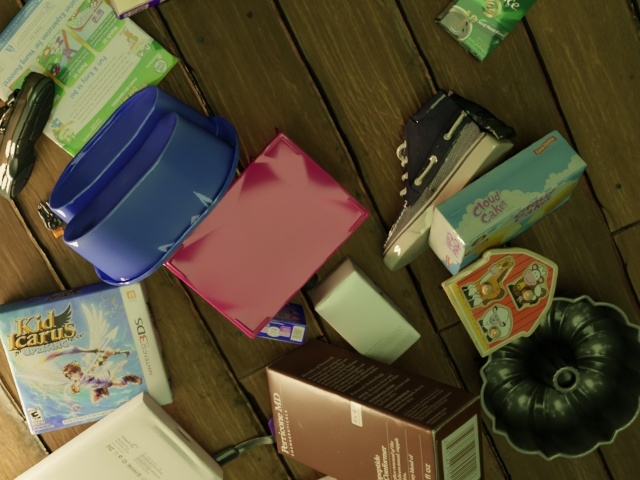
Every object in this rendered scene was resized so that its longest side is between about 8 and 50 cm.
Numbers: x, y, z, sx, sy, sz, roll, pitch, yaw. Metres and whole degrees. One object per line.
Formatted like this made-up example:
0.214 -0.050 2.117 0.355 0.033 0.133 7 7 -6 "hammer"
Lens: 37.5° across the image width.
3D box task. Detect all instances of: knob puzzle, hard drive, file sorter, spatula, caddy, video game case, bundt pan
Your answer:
0.333 0.096 1.646 0.213 0.030 0.213 -4 110 -12 "knob puzzle"
-0.393 0.458 1.767 0.353 0.047 0.233 -35 113 10 "hard drive"
-0.097 -0.025 1.632 0.202 0.182 0.290 42 96 -13 "file sorter"
-0.141 0.400 1.818 0.297 0.030 0.084 -26 108 1 "spatula"
-0.282 -0.084 1.560 0.341 0.241 0.179 -47 132 7 "caddy"
-0.427 0.208 1.723 0.270 0.061 0.244 -13 105 -2 "video game case"
0.445 0.242 1.788 0.331 0.124 0.330 -2 104 -6 "bundt pan"

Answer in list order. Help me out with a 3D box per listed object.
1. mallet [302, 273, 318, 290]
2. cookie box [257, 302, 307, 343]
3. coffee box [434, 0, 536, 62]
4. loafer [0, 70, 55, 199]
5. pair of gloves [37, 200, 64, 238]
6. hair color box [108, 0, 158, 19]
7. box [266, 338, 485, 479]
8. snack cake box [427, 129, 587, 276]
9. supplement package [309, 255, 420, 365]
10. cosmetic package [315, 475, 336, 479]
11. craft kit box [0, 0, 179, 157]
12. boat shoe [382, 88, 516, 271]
0.000 0.000 1.727 0.062 0.039 0.189 28 96 -17 "mallet"
-0.075 0.145 1.718 0.092 0.107 0.040 11 105 -8 "cookie box"
0.301 -0.416 1.641 0.113 0.040 0.184 40 98 -14 "coffee box"
-0.512 -0.177 1.554 0.084 0.096 0.267 32 131 0 "loafer"
-0.456 -0.050 1.678 0.083 0.010 0.074 -28 107 5 "pair of gloves"
-0.211 -0.507 1.508 0.339 0.110 0.185 -26 103 -5 "hair color box"
0.090 0.322 1.640 0.143 0.381 0.191 -25 117 -40 "box"
0.320 -0.062 1.639 0.264 0.152 0.089 -33 71 -12 "snack cake box"
0.080 0.134 1.732 0.105 0.105 0.179 -44 105 7 "supplement package"
0.102 0.530 1.734 0.385 0.217 0.156 -23 114 14 "cosmetic package"
-0.412 -0.297 1.595 0.247 0.061 0.250 41 97 -12 "craft kit box"
0.188 -0.113 1.686 0.158 0.127 0.340 47 114 19 "boat shoe"
